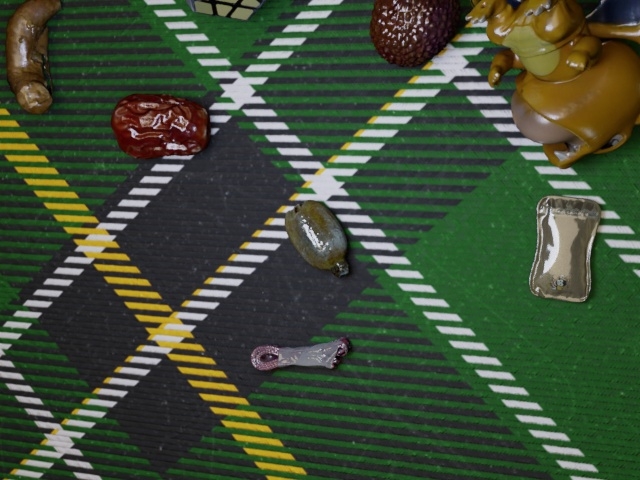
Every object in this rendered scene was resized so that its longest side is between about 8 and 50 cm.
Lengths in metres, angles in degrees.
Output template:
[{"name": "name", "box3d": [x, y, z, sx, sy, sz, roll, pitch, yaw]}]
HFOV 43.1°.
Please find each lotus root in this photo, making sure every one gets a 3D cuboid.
[{"name": "lotus root", "box3d": [0.000, 0.000, 1.801, 0.113, 0.088, 0.192, -35, 82, 8]}]

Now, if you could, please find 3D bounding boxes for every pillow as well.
[{"name": "pillow", "box3d": [0.503, 0.017, 1.679, 0.130, 0.033, 0.217, 8, 94, 15]}]

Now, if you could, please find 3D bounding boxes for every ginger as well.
[{"name": "ginger", "box3d": [-0.709, -0.457, 1.985, 0.133, 0.107, 0.309, -4, 87, 31]}]

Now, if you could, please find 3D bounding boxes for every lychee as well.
[{"name": "lychee", "box3d": [0.193, -0.448, 1.687, 0.188, 0.188, 0.188, 1, 92, 16]}]

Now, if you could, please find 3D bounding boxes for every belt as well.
[{"name": "belt", "box3d": [-0.043, 0.264, 1.840, 0.232, 0.053, 0.071, -8, 82, 16]}]

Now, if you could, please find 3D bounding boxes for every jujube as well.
[{"name": "jujube", "box3d": [-0.365, -0.262, 1.871, 0.230, 0.155, 0.155, 4, 93, 8]}]

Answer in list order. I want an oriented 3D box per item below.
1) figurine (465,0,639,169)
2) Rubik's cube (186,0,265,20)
[{"name": "figurine", "box3d": [0.484, -0.341, 1.504, 0.401, 0.387, 0.268, -10, 46, 45]}, {"name": "Rubik's cube", "box3d": [-0.196, -0.634, 1.743, 0.264, 0.319, 0.318, 13, 96, 42]}]
